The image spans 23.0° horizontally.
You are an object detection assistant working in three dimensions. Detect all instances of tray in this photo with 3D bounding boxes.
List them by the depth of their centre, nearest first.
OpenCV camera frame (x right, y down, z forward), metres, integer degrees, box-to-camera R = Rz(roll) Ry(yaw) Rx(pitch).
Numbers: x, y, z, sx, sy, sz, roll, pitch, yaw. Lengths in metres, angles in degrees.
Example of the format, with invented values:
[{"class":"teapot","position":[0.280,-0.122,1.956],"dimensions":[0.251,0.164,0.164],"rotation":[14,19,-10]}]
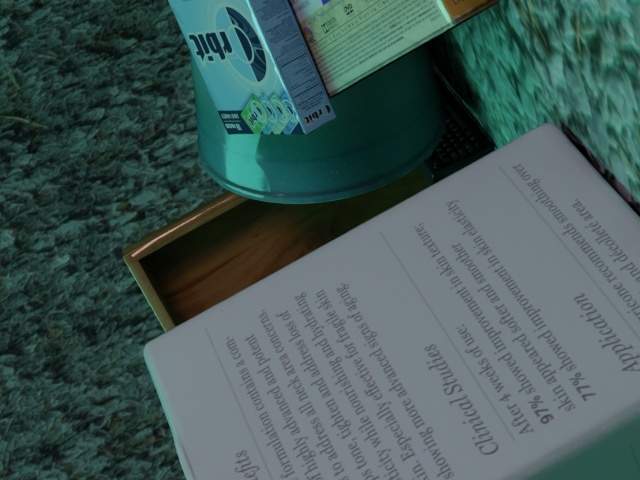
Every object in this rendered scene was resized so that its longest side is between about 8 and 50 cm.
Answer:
[{"class":"tray","position":[0.000,0.000,1.823],"dimensions":[0.203,0.411,0.076],"rotation":[61,180,-11]}]

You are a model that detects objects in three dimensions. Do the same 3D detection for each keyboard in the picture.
[{"class":"keyboard","position":[0.107,-0.124,1.714],"dimensions":[0.023,0.108,0.180],"rotation":[62,178,-40]}]

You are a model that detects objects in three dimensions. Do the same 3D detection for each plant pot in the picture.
[{"class":"plant pot","position":[-0.018,-0.218,1.626],"dimensions":[0.271,0.271,0.255],"rotation":[-120,16,-51]}]

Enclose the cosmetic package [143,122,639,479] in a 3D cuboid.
[{"class":"cosmetic package","position":[0.127,0.185,1.248],"dimensions":[0.327,0.393,0.329],"rotation":[62,179,-38]}]

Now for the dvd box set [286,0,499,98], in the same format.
[{"class":"dvd box set","position":[-0.032,-0.337,1.331],"dimensions":[0.420,0.062,0.307],"rotation":[61,156,-3]}]

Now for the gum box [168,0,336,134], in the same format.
[{"class":"gum box","position":[-0.072,-0.188,1.455],"dimensions":[0.157,0.041,0.184],"rotation":[6,123,59]}]

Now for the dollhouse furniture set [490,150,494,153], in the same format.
[{"class":"dollhouse furniture set","position":[0.145,0.022,1.693],"dimensions":[0.129,0.183,0.129],"rotation":[60,178,36]}]
